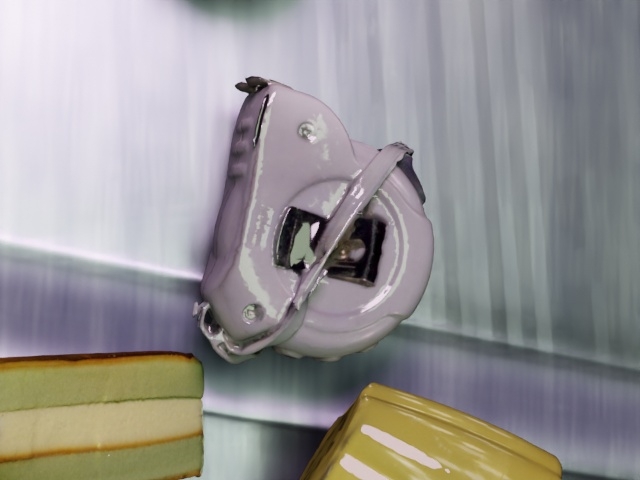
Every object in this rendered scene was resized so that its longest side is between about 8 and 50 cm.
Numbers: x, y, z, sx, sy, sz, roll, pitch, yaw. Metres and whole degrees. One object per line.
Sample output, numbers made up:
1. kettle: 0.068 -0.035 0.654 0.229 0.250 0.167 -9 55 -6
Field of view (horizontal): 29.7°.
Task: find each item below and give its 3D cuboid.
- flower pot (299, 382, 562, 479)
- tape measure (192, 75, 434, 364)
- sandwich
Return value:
1. flower pot: 0.079 0.220 1.012 0.179 0.195 0.195 33 76 -2
2. tape measure: 0.000 0.000 1.033 0.197 0.120 0.236 14 86 -19
3. sandwich: -0.168 0.147 0.948 0.187 0.144 0.117 0 88 -18
